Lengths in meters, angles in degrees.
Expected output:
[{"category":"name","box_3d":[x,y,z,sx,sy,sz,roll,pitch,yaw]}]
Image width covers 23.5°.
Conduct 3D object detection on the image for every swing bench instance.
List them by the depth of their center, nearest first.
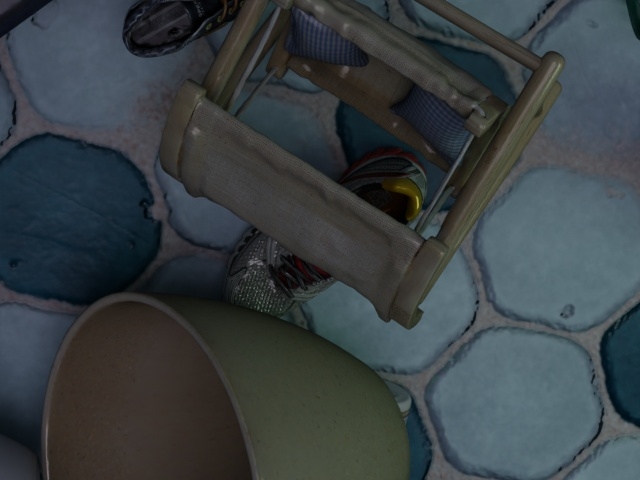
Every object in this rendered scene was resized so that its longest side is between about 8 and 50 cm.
[{"category":"swing bench","box_3d":[0.029,-0.095,1.276,0.253,0.165,0.254,32,92,9]}]

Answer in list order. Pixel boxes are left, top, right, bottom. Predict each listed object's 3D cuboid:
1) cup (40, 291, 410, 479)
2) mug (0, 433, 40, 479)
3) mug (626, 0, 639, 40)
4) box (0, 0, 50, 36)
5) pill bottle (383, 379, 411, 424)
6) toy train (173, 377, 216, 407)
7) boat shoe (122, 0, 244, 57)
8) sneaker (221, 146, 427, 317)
[{"category":"cup","box_3d":[-0.062,0.198,1.360,0.237,0.331,0.331,-6,111,-40]},{"category":"mug","box_3d":[-0.417,0.318,1.399,0.328,0.276,0.374,-2,129,-8]},{"category":"mug","box_3d":[0.270,-0.267,1.332,0.129,0.097,0.157,24,105,-11]},{"category":"box","box_3d":[-0.271,-0.258,1.200,0.294,0.296,0.182,-35,105,8]},{"category":"pill bottle","box_3d":[0.042,0.197,1.475,0.067,0.067,0.120,12,106,-7]},{"category":"toy train","box_3d":[-0.114,0.135,1.474,0.024,0.017,0.083,37,102,-24]},{"category":"boat shoe","box_3d":[-0.089,-0.212,1.335,0.183,0.083,0.065,-30,106,6]},{"category":"sneaker","box_3d":[0.000,0.000,1.400,0.225,0.092,0.088,-40,105,9]}]
